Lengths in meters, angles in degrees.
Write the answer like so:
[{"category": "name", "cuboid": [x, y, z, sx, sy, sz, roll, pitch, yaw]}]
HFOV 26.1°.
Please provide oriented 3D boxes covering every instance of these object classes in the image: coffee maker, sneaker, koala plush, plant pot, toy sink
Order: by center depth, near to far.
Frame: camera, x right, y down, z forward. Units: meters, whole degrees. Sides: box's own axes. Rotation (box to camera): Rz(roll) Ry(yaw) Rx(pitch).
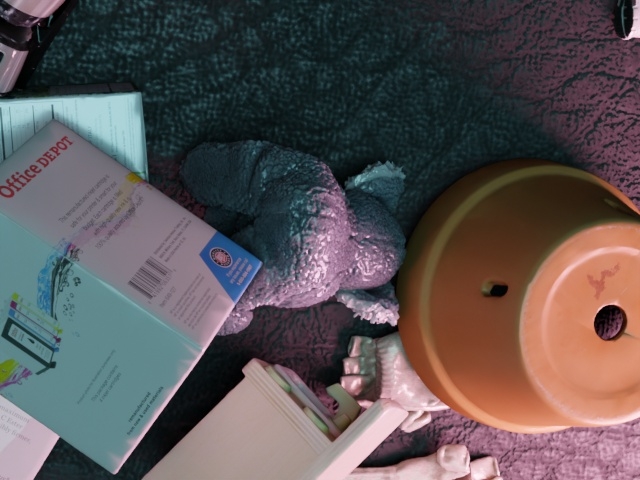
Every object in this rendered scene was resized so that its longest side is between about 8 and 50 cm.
[{"category": "coffee maker", "cuboid": [-0.268, -0.236, 1.283, 0.120, 0.171, 0.178, 43, 113, 5]}, {"category": "koala plush", "cuboid": [0.000, 0.000, 1.367, 0.221, 0.203, 0.196, 11, 77, -40]}, {"category": "toy sink", "cuboid": [-0.046, 0.205, 1.389, 0.234, 0.153, 0.131, -44, 76, 2]}, {"category": "plant pot", "cuboid": [0.244, 0.069, 1.393, 0.291, 0.203, 0.291, -2, 98, -16]}, {"category": "sneaker", "cuboid": [0.335, -0.265, 1.450, 0.044, 0.040, 0.109, -3, 106, -28]}]

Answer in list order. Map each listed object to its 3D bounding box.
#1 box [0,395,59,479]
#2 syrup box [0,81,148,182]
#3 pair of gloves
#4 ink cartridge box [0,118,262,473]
[{"category": "box", "cuboid": [-0.403, 0.212, 1.327, 0.215, 0.168, 0.345, 31, 95, -15]}, {"category": "syrup box", "cuboid": [-0.288, -0.096, 1.324, 0.237, 0.093, 0.096, -5, 103, -11]}, {"category": "pair of gloves", "cuboid": [0.114, 0.210, 1.498, 0.204, 0.042, 0.240, 6, 100, -12]}, {"category": "ink cartridge box", "cuboid": [-0.208, 0.045, 1.210, 0.233, 0.171, 0.168, 35, 120, -2]}]
